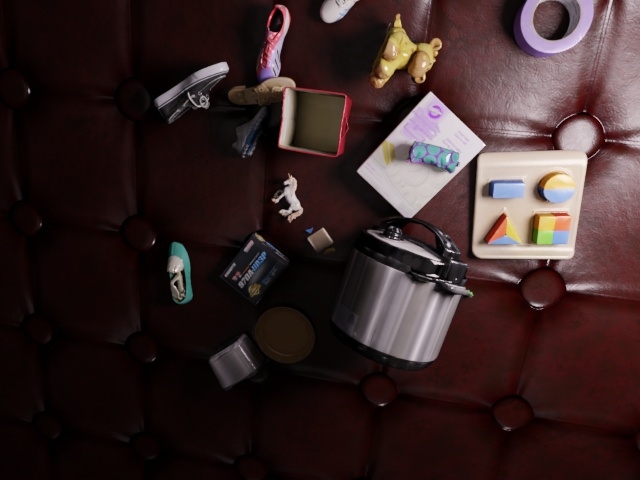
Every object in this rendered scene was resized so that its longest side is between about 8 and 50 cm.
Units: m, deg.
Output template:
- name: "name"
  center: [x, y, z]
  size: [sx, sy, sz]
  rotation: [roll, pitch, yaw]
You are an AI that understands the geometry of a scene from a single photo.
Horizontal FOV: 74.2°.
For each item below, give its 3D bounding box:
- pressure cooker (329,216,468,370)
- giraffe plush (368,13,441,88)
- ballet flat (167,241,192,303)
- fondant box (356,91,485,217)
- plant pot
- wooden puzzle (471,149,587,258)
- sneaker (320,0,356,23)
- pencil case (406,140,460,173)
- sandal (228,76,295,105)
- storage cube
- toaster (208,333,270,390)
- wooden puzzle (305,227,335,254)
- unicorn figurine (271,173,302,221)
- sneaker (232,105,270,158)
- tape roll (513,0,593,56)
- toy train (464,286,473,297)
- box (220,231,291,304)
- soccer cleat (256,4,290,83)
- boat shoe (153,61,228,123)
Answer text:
- name: "pressure cooker"
  center: [0.251, 0.139, 1.313]
  size: [0.369, 0.375, 0.421]
  rotation: [19, 99, 14]
- name: "giraffe plush"
  center: [0.262, -0.551, 1.282]
  size: [0.170, 0.181, 0.210]
  rotation: [21, 73, -6]
- name: "ballet flat"
  center: [-0.543, 0.131, 1.621]
  size: [0.083, 0.087, 0.248]
  rotation: [-3, 104, 11]
- name: "fondant box"
  center: [0.313, -0.267, 1.363]
  size: [0.238, 0.096, 0.330]
  rotation: [43, 106, -3]
- name: "plant pot"
  center: [-0.136, 0.362, 1.639]
  size: [0.236, 0.032, 0.237]
  rotation: [2, 106, 9]
- name: "wooden puzzle"
  center: [0.663, -0.106, 1.351]
  size: [0.321, 0.080, 0.348]
  rotation: [0, 104, 10]
- name: "sneaker"
  center: [0.092, -0.757, 1.278]
  size: [0.237, 0.086, 0.085]
  rotation: [-35, 98, 18]
- name: "pencil case"
  center: [0.343, -0.250, 1.279]
  size: [0.151, 0.064, 0.070]
  rotation: [17, 91, 5]
- name: "sandal"
  center: [-0.199, -0.467, 1.386]
  size: [0.239, 0.079, 0.088]
  rotation: [-1, 142, 19]
- name: "storage cube"
  center: [-0.010, -0.373, 1.340]
  size: [0.214, 0.193, 0.184]
  rotation: [10, 106, 6]
- name: "toaster"
  center: [-0.323, 0.467, 1.650]
  size: [0.227, 0.129, 0.146]
  rotation: [-32, 95, 17]
- name: "wooden puzzle"
  center: [0.000, 0.000, 1.531]
  size: [0.078, 0.014, 0.116]
  rotation: [-26, 99, 11]
- name: "unicorn figurine"
  center: [-0.114, -0.154, 1.492]
  size: [0.111, 0.060, 0.162]
  rotation: [-26, 115, 15]
- name: "sneaker"
  center: [-0.244, -0.382, 1.446]
  size: [0.083, 0.071, 0.191]
  rotation: [36, 105, 9]
- name: "tape roll"
  center: [0.663, -0.632, 1.213]
  size: [0.188, 0.080, 0.189]
  rotation: [3, 105, 10]
- name: "toy train"
  center: [0.498, 0.170, 1.481]
  size: [0.083, 0.024, 0.017]
  rotation: [37, 108, -1]
- name: "box"
  center: [-0.241, 0.106, 1.580]
  size: [0.175, 0.051, 0.220]
  rotation: [40, 108, -2]
- name: "soccer cleat"
  center: [-0.158, -0.620, 1.352]
  size: [0.083, 0.095, 0.248]
  rotation: [21, 107, 4]
- name: "boat shoe"
  center: [-0.422, -0.490, 1.425]
  size: [0.306, 0.113, 0.105]
  rotation: [-23, 106, 17]
